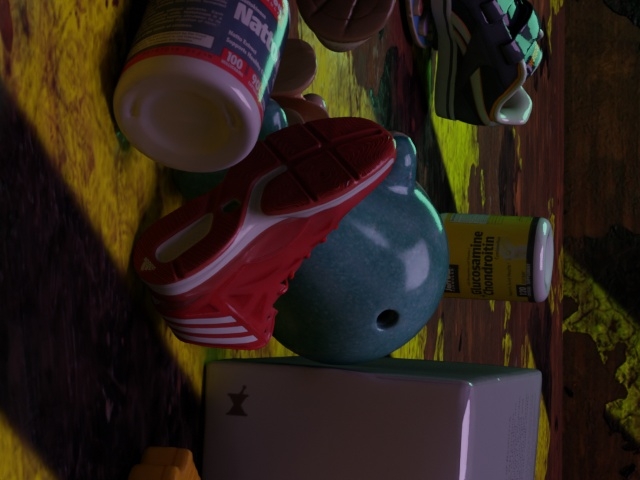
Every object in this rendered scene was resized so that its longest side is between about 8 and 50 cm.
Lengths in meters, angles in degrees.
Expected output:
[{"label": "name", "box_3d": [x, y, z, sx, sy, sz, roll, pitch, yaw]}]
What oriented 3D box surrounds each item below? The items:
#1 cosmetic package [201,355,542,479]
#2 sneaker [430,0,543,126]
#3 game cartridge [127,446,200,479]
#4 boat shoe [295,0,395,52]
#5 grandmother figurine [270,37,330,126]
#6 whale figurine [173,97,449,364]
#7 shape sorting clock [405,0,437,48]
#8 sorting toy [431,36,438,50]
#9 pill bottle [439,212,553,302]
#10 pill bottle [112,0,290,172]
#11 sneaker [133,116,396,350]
[{"label": "cosmetic package", "box_3d": [0.062, 0.192, 1.835, 0.453, 0.230, 0.162, 12, 82, -75]}, {"label": "sneaker", "box_3d": [0.209, -0.272, 2.434, 0.321, 0.127, 0.126, 83, 27, -48]}, {"label": "game cartridge", "box_3d": [-0.115, 0.354, 1.513, 0.324, 0.052, 0.285, 78, 20, -50]}, {"label": "boat shoe", "box_3d": [0.007, -0.340, 1.779, 0.110, 0.121, 0.341, 139, -49, -84]}, {"label": "grandmother figurine", "box_3d": [-0.004, -0.029, 1.809, 0.342, 0.104, 0.208, 61, 42, -60]}, {"label": "whale figurine", "box_3d": [0.000, 0.000, 1.608, 0.272, 0.216, 0.141, 45, 7, -45]}, {"label": "shape sorting clock", "box_3d": [0.135, -0.338, 2.428, 0.206, 0.040, 0.206, 2, 90, -76]}, {"label": "sorting toy", "box_3d": [0.163, -0.276, 2.574, 0.061, 0.042, 0.102, 51, 53, -47]}, {"label": "pill bottle", "box_3d": [0.183, 0.019, 2.385, 0.103, 0.184, 0.103, 2, 90, -76]}, {"label": "pill bottle", "box_3d": [-0.079, -0.148, 1.454, 0.108, 0.108, 0.180, 77, 20, -47]}, {"label": "sneaker", "box_3d": [-0.035, 0.000, 1.523, 0.087, 0.221, 0.128, 53, -14, 38]}]
